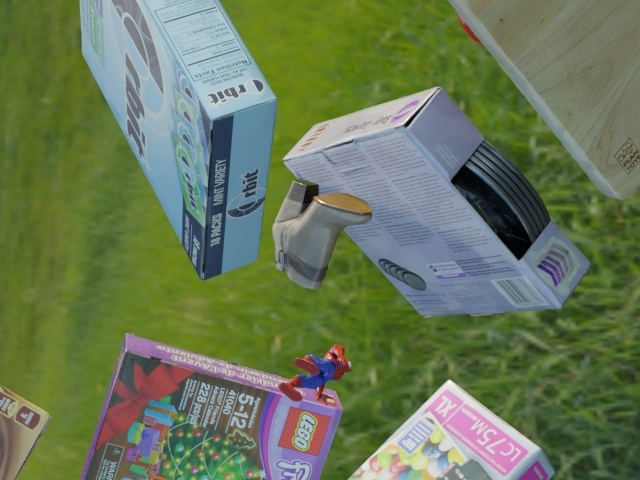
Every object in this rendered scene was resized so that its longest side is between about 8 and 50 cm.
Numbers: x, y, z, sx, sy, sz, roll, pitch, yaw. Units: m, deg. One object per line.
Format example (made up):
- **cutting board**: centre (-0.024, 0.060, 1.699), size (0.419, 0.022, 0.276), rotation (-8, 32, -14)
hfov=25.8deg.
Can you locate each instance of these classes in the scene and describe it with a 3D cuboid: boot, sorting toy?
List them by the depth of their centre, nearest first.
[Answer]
- **boot**: centre (0.000, 0.000, 1.196), size (0.118, 0.042, 0.087), rotation (27, 114, 53)
- **sorting toy**: centre (0.252, -0.217, 1.238), size (0.257, 0.255, 0.089), rotation (-47, 23, -10)

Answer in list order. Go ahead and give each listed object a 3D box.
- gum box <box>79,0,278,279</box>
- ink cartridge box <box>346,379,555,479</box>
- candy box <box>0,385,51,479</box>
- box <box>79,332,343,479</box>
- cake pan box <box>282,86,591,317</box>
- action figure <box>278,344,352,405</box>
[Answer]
- **gum box**: centre (-0.086, -0.095, 0.791), size (0.184, 0.041, 0.157), rotation (61, 159, 26)
- **ink cartridge box**: centre (0.113, 0.330, 1.703), size (0.311, 0.065, 0.186), rotation (-45, 41, -8)
- **candy box**: centre (-0.435, 0.167, 1.291), size (0.087, 0.316, 0.183), rotation (-36, 24, 57)
- **box**: centre (-0.121, 0.249, 1.258), size (0.057, 0.201, 0.293), rotation (-119, 46, -74)
- **cake pan box**: centre (0.112, -0.030, 1.415), size (0.070, 0.246, 0.267), rotation (-52, 18, -22)
- **action figure**: centre (0.003, 0.099, 1.046), size (0.030, 0.115, 0.038), rotation (29, 100, 13)
